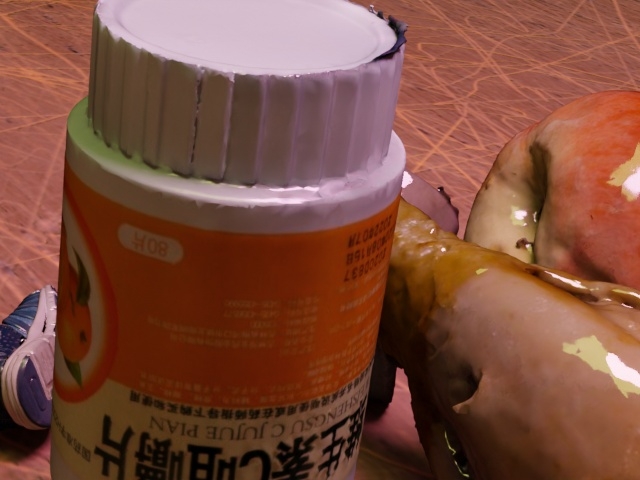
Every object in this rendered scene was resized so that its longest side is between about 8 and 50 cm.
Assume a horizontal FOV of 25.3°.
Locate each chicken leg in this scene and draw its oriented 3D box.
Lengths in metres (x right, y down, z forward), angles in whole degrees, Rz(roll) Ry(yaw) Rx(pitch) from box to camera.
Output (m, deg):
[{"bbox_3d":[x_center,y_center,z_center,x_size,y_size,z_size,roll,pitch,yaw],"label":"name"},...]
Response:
[{"bbox_3d":[0.091,0.047,0.825,0.429,0.201,0.153,43,19,28],"label":"chicken leg"}]

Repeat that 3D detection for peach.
[{"bbox_3d":[0.214,0.021,0.955,0.235,0.214,0.214,33,15,-27],"label":"peach"}]

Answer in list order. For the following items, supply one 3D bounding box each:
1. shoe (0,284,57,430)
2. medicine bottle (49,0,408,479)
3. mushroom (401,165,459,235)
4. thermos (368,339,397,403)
[{"bbox_3d":[-0.189,0.075,0.890,0.071,0.064,0.143,-10,20,5],"label":"shoe"},{"bbox_3d":[-0.050,0.041,0.695,0.158,0.318,0.158,6,25,-3],"label":"medicine bottle"},{"bbox_3d":[0.000,0.000,1.016,0.117,0.141,0.188,-43,24,-25],"label":"mushroom"},{"bbox_3d":[-0.042,0.058,0.939,0.188,0.073,0.083,6,29,-1],"label":"thermos"}]
